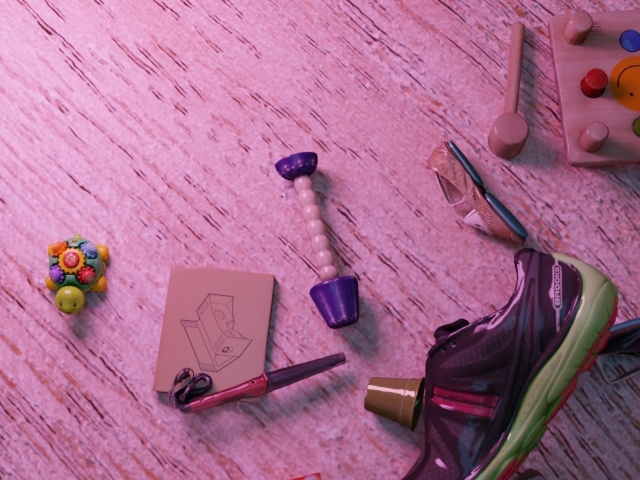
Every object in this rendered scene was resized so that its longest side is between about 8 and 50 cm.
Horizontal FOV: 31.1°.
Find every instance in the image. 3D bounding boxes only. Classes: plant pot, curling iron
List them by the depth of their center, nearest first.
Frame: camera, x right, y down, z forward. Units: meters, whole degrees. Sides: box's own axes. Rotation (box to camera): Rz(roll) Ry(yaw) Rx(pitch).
[{"bbox_3d":[0.109,0.236,1.720,0.079,0.083,0.083,12,75,14],"label":"plant pot"},{"bbox_3d":[-0.095,0.203,1.721,0.274,0.035,0.068,-11,78,-6],"label":"curling iron"}]

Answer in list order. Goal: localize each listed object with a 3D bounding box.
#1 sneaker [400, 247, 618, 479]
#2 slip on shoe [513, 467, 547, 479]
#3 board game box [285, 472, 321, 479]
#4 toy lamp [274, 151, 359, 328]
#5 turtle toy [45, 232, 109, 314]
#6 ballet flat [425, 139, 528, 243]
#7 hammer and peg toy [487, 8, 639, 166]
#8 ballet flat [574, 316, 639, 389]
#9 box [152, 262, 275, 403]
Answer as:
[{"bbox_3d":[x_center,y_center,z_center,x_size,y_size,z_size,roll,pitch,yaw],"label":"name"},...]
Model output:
[{"bbox_3d":[0.228,0.221,1.646,0.202,0.185,0.482,37,95,21],"label":"sneaker"},{"bbox_3d":[0.275,0.388,1.700,0.135,0.051,0.041,-40,40,-2],"label":"slip on shoe"},{"bbox_3d":[-0.091,0.377,1.639,0.194,0.147,0.045,-13,77,-5],"label":"board game box"},{"bbox_3d":[0.000,0.000,1.774,0.080,0.080,0.274,-14,77,-5],"label":"toy lamp"},{"bbox_3d":[-0.376,0.051,1.758,0.095,0.066,0.130,2,76,-1],"label":"turtle toy"},{"bbox_3d":[0.240,-0.063,1.810,0.067,0.073,0.206,-41,76,17],"label":"ballet flat"},{"bbox_3d":[0.446,-0.249,1.820,0.362,0.127,0.265,-3,76,-2],"label":"hammer and peg toy"},{"bbox_3d":[0.406,0.173,1.732,0.281,0.095,0.096,-8,84,-3],"label":"ballet flat"},{"bbox_3d":[-0.160,0.141,1.763,0.165,0.021,0.201,7,75,0],"label":"box"}]
